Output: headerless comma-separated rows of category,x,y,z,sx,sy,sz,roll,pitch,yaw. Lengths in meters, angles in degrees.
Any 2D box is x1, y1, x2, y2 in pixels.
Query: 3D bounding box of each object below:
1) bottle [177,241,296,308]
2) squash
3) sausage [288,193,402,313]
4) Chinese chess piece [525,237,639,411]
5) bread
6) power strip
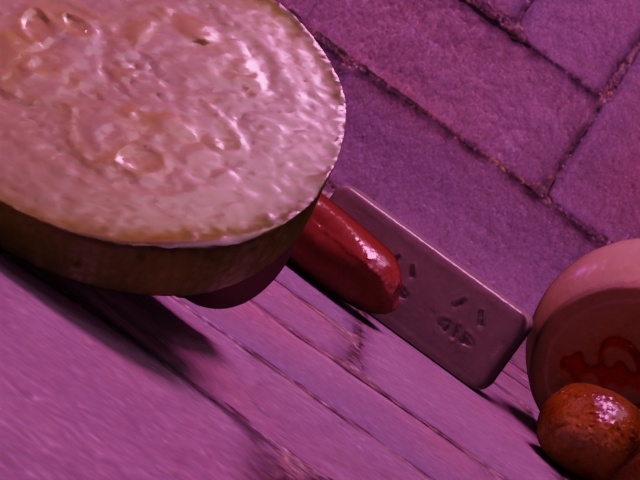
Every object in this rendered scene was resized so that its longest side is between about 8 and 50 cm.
bottle,-0.123,-0.057,1.104,0.253,0.120,0.120,36,4,21
squash,-0.112,-0.073,1.004,0.252,0.049,0.252,12,44,-12
sausage,0.000,0.000,1.782,0.194,0.077,0.077,38,5,21
Chinese chess piece,0.325,0.120,1.855,0.251,0.251,0.097,35,34,2
bread,0.325,0.224,1.758,0.344,0.084,0.124,33,5,-37
power strip,0.072,0.030,1.860,0.288,0.093,0.053,36,7,12
